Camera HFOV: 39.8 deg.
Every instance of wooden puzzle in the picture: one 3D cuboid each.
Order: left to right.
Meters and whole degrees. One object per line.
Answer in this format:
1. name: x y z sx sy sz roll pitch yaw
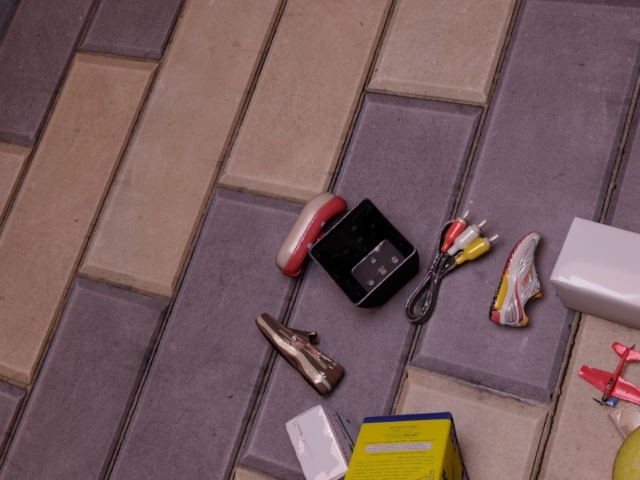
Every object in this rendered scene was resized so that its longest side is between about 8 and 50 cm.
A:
1. wooden puzzle: 0.628 0.367 1.785 0.079 0.014 0.116 -24 63 8

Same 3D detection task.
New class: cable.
1. cable: 0.271 0.053 2.022 0.287 0.072 0.139 -46 55 2

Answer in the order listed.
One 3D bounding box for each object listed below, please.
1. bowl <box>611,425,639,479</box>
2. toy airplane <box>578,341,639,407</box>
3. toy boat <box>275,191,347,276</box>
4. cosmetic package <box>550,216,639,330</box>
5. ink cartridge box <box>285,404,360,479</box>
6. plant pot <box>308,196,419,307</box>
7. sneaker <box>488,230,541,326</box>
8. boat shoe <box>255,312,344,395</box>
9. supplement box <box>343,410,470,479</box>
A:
1. bowl: 0.689 0.451 1.636 0.290 0.156 0.289 -7 70 18
2. toy airplane: 0.610 0.273 1.811 0.151 0.028 0.151 -14 57 22
3. toy boat: 0.000 0.000 2.138 0.151 0.151 0.231 30 84 -1
4. cosmetic package: 0.669 0.097 1.766 0.366 0.197 0.155 19 79 27
5. ink cartridge box: 0.032 0.455 1.886 0.093 0.219 0.160 -31 62 10
6. plant pot: 0.119 0.049 2.034 0.188 0.167 0.187 -43 60 2
7. sneaker: 0.444 0.086 1.940 0.093 0.088 0.225 20 79 7
8. boat shoe: -0.044 0.250 2.081 0.095 0.095 0.257 -42 66 -12
9. supplement box: 0.161 0.524 1.716 0.195 0.194 0.356 -8 26 20
